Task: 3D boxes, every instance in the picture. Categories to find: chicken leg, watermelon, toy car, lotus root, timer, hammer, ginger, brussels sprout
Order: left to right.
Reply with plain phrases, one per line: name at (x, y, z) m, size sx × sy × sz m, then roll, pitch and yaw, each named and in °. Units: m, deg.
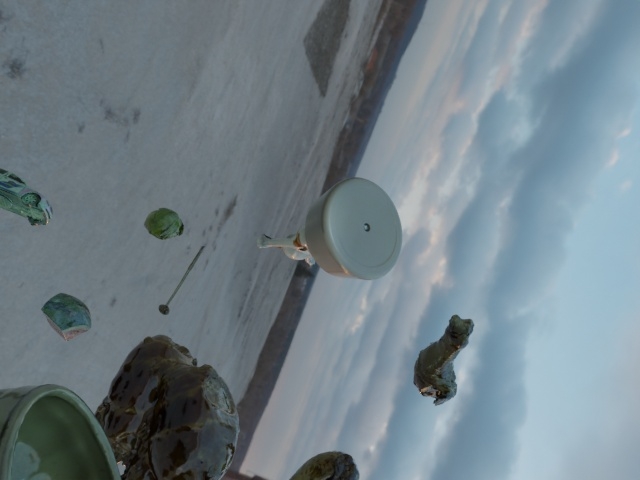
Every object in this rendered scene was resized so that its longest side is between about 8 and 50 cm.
toy car at (-0.751, -0.118, 0.990) m, size 0.090 × 0.225 × 0.076 m, roll 123°, pitch -12°, yaw -48°
watermelon at (-0.506, 0.153, 0.805) m, size 0.072 × 0.085 × 0.092 m, roll -56°, pitch 146°, yaw 0°
ginger at (-0.297, 0.351, 0.769) m, size 0.274 × 0.358 × 0.152 m, roll -48°, pitch 145°, yaw -24°
brussels sprout at (-0.232, -0.023, 0.613) m, size 0.046 × 0.051 × 0.083 m, roll -65°, pitch -170°, yaw -10°
hammer at (-0.216, 0.061, 0.648) m, size 0.014 × 0.029 × 0.122 m, roll 42°, pitch 73°, yaw -45°
lotus root at (-0.019, 0.523, 0.850) m, size 0.258 × 0.110 × 0.097 m, roll -46°, pitch 177°, yaw 11°
timer at (0.000, 0.000, 0.782) m, size 0.266 × 0.175 × 0.175 m, roll -16°, pitch -134°, yaw 52°
chicken leg at (0.371, 0.393, 1.275) m, size 0.360 × 0.141 × 0.211 m, roll 94°, pitch -1°, yaw -55°

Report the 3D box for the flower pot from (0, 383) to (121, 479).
flower pot at (-0.356, 0.316, 0.394) m, size 0.307 × 0.244 × 0.306 m, roll 160°, pitch -90°, yaw -75°
